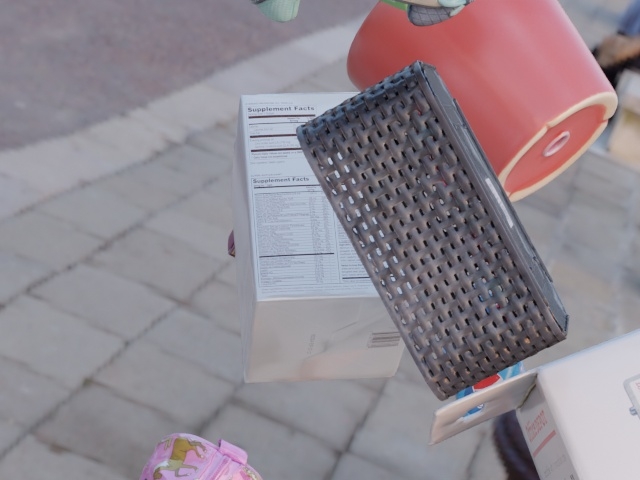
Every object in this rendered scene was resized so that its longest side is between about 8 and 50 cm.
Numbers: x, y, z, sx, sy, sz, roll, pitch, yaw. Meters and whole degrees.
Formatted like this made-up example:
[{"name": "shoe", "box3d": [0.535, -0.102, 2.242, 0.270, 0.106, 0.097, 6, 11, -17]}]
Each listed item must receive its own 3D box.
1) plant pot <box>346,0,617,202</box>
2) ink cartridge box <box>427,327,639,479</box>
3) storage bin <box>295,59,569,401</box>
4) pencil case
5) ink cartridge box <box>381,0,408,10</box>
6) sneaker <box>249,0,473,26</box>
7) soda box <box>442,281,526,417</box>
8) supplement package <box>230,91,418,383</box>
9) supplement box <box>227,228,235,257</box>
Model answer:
[{"name": "plant pot", "box3d": [0.208, -0.195, 1.845, 0.243, 0.275, 0.275, 51, 27, 19]}, {"name": "ink cartridge box", "box3d": [0.263, 0.126, 1.119, 0.207, 0.353, 0.119, 77, -8, -76]}, {"name": "storage bin", "box3d": [0.070, -0.008, 0.913, 0.180, 0.084, 0.122, 61, 11, 1]}, {"name": "pencil case", "box3d": [-0.215, 0.419, 1.887, 0.167, 0.160, 0.386, 3, 48, 33]}, {"name": "ink cartridge box", "box3d": [0.079, -0.387, 1.411, 0.117, 0.201, 0.278, 30, -25, 30]}, {"name": "sneaker", "box3d": [0.079, -0.185, 0.816, 0.282, 0.122, 0.110, -5, 34, 14]}, {"name": "soda box", "box3d": [0.159, 0.106, 1.529, 0.071, 0.067, 0.210, -15, 15, 4]}, {"name": "supplement package", "box3d": [0.000, 0.000, 1.399, 0.149, 0.194, 0.203, -2, 64, -7]}, {"name": "supplement box", "box3d": [-0.046, 0.002, 1.554, 0.083, 0.055, 0.043, 27, 22, -14]}]
